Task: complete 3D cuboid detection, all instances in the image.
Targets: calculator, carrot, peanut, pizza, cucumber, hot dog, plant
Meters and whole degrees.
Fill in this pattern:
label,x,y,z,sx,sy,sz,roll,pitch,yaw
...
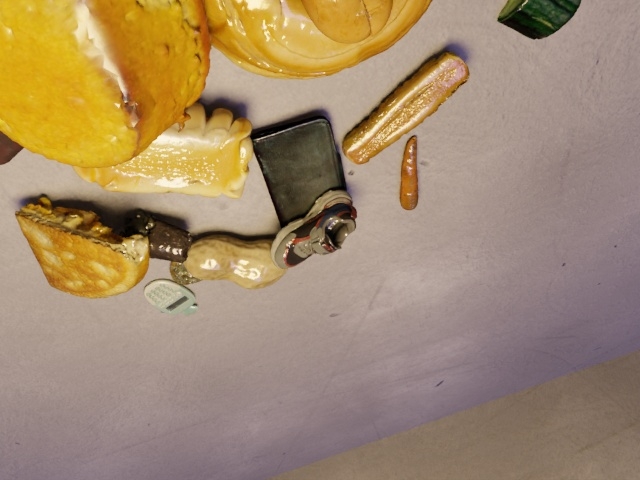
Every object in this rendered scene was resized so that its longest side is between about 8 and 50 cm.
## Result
label,x,y,z,sx,sy,sz,roll,pitch,yaw
calculator,-0.371,0.145,1.248,0.095,0.021,0.153,-32,135,15
carrot,0.202,-0.149,1.135,0.047,0.047,0.191,-14,131,-5
peanut,-0.188,0.050,1.141,0.256,0.123,0.123,4,133,-25
pizza,-0.453,0.049,1.014,0.258,0.087,0.268,21,138,8
cucumber,0.401,-0.426,0.906,0.115,0.062,0.116,14,127,-26
hot dog,0.162,-0.258,0.991,0.289,0.068,0.083,-37,111,24
plant,-0.343,-0.004,1.044,0.143,0.094,0.092,13,169,-3

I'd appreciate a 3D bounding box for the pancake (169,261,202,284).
label,x,y,z,sx,sy,sz,roll,pitch,yaw
pancake,-0.308,0.069,1.196,0.108,0.017,0.108,-12,139,-10

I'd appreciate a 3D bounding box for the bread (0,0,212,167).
label,x,y,z,sx,sy,sz,roll,pitch,yaw
bread,-0.315,-0.261,0.599,0.337,0.204,0.358,1,140,11

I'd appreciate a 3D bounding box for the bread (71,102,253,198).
label,x,y,z,sx,sy,sz,roll,pitch,yaw
bread,-0.277,-0.169,0.888,0.311,0.121,0.173,3,129,-22

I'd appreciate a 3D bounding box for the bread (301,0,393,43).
label,x,y,z,sx,sy,sz,roll,pitch,yaw
bread,0.026,-0.316,0.594,0.114,0.077,0.189,-26,139,12

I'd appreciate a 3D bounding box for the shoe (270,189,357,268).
label,x,y,z,sx,sy,sz,roll,pitch,yaw
shoe,0.000,0.000,1.082,0.227,0.125,0.099,-44,140,7

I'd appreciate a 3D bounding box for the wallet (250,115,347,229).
label,x,y,z,sx,sy,sz,roll,pitch,yaw
wallet,-0.032,-0.124,1.072,0.172,0.045,0.318,-19,140,-1

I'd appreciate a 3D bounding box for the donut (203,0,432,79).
label,x,y,z,sx,sy,sz,roll,pitch,yaw
donut,-0.011,-0.424,0.667,0.449,0.198,0.449,-11,136,-11

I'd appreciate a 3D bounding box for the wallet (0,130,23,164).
label,x,y,z,sx,sy,sz,roll,pitch,yaw
wallet,-0.522,-0.231,0.796,0.229,0.049,0.182,-33,138,17
